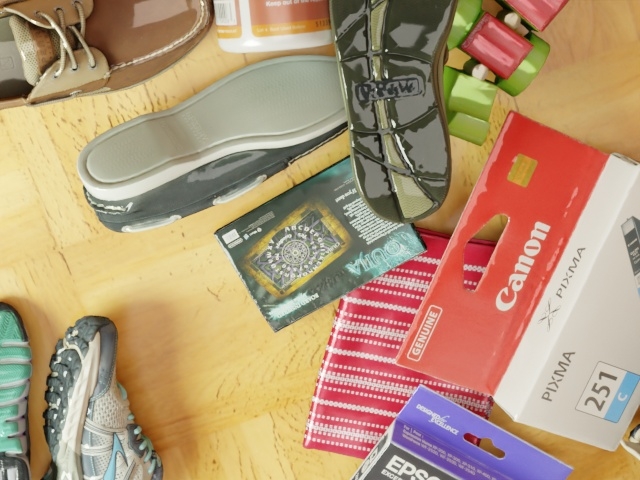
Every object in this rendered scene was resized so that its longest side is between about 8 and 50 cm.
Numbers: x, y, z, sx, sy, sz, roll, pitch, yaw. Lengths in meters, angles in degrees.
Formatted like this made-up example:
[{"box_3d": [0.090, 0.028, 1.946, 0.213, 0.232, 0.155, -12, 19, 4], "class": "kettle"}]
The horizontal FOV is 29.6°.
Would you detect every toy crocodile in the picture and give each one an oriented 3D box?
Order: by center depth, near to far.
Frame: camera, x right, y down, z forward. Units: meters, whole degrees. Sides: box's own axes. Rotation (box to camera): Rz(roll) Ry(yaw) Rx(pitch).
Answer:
[{"box_3d": [0.211, -0.251, 1.191, 0.115, 0.105, 0.340, 33, 98, -11], "class": "toy crocodile"}]

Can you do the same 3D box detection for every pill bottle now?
[{"box_3d": [-0.048, -0.292, 1.153, 0.121, 0.121, 0.216, -5, 103, -3], "class": "pill bottle"}]

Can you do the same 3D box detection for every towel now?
[{"box_3d": [0.107, 0.119, 1.306, 0.199, 0.031, 0.274, 14, 102, -7], "class": "towel"}]

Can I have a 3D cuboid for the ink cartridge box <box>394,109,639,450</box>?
[{"box_3d": [0.255, 0.048, 1.257, 0.261, 0.066, 0.296, 20, 100, -22], "class": "ink cartridge box"}]

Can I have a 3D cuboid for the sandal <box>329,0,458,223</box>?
[{"box_3d": [0.071, -0.169, 1.158, 0.120, 0.086, 0.302, 2, 101, 8], "class": "sandal"}]

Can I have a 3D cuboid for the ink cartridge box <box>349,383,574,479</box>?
[{"box_3d": [0.137, 0.285, 1.316, 0.206, 0.045, 0.208, 29, 111, -11], "class": "ink cartridge box"}]

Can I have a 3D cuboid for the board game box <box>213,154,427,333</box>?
[{"box_3d": [0.000, 0.000, 1.254, 0.186, 0.026, 0.126, -29, 98, 11], "class": "board game box"}]

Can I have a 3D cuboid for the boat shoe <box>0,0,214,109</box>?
[{"box_3d": [-0.258, -0.183, 1.163, 0.324, 0.116, 0.123, -19, 104, 0], "class": "boat shoe"}]

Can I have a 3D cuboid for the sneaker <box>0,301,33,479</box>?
[{"box_3d": [-0.342, 0.179, 1.267, 0.083, 0.098, 0.223, -1, 78, -10], "class": "sneaker"}]

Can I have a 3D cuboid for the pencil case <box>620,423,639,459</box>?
[{"box_3d": [0.510, 0.127, 1.268, 0.410, 0.160, 0.183, -49, 135, 8], "class": "pencil case"}]

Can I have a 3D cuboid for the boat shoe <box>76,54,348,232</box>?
[{"box_3d": [-0.091, -0.097, 1.213, 0.303, 0.114, 0.091, -17, 145, -7], "class": "boat shoe"}]

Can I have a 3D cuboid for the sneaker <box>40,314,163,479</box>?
[{"box_3d": [-0.228, 0.212, 1.279, 0.122, 0.110, 0.283, 3, 106, -23], "class": "sneaker"}]
